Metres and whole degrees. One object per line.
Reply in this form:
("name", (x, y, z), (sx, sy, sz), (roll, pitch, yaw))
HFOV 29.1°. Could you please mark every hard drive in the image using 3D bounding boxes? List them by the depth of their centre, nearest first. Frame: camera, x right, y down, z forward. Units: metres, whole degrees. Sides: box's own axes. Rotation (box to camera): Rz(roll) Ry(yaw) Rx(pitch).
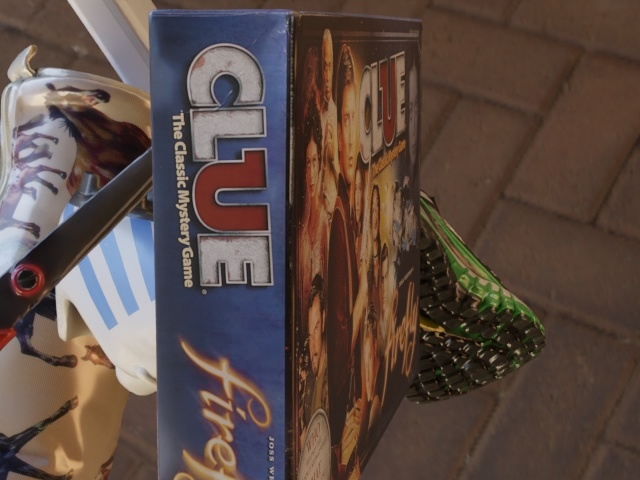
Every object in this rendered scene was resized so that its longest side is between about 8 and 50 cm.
("hard drive", (-0.205, -0.238, 1.203), (0.047, 0.233, 0.353), (-33, 97, 5))

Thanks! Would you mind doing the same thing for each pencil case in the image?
("pencil case", (-0.234, 0.058, 1.027), (0.160, 0.183, 0.410), (8, 81, 49))

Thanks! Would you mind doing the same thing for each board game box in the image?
("board game box", (0.000, 0.000, 0.451), (0.042, 0.243, 0.165), (2, 100, 13))

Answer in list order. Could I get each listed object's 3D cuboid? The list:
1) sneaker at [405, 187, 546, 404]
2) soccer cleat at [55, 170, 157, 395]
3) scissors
("sneaker", (0.084, 0.024, 1.036), (0.134, 0.343, 0.146), (-27, 49, 13))
("soccer cleat", (-0.070, 0.048, 0.822), (0.331, 0.116, 0.143), (17, 98, 48))
("scissors", (-0.156, 0.040, 0.623), (0.297, 0.021, 0.109), (-29, 85, -9))
